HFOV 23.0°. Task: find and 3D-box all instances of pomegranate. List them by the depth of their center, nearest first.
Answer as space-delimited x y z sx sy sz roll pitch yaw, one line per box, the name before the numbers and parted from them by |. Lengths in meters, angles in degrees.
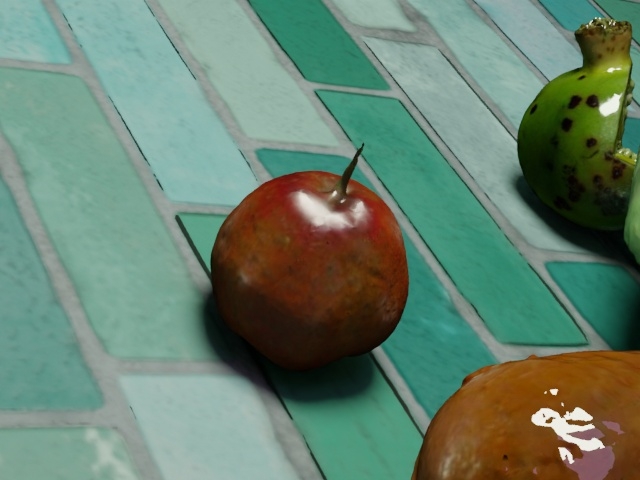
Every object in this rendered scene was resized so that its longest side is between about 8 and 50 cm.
pomegranate | 0.216 -0.085 1.261 0.169 0.122 0.143 64 22 -13

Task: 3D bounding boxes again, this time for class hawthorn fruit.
hawthorn fruit | -0.005 0.010 0.966 0.125 0.140 0.125 10 -1 0

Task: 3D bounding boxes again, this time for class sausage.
sausage | 0.168 0.136 0.850 0.268 0.153 0.141 4 36 -31

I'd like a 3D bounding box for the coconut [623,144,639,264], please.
coconut | 0.368 -0.013 1.106 0.328 0.281 0.328 18 45 -19
